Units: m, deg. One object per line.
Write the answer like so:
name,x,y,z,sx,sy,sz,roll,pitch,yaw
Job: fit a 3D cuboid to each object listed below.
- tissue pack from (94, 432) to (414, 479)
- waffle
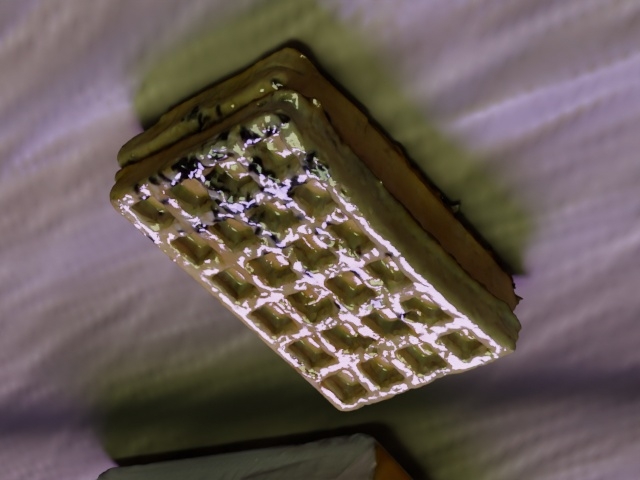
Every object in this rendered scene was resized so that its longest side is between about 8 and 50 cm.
tissue pack,0.000,0.214,0.839,0.185,0.124,0.225,-11,131,35
waffle,0.000,0.000,0.659,0.102,0.042,0.148,-22,124,39
